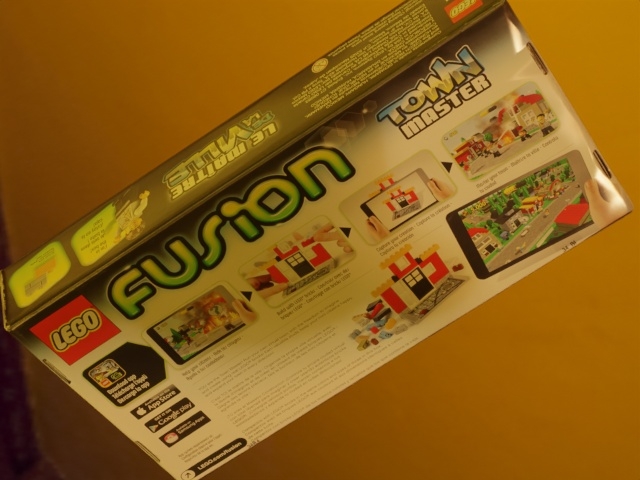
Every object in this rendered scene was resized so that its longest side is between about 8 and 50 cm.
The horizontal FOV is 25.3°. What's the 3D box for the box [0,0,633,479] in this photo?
[{"bbox_3d":[0.000,0.000,0.524,0.207,0.036,0.114,-32,-52,9],"label":"box"}]
